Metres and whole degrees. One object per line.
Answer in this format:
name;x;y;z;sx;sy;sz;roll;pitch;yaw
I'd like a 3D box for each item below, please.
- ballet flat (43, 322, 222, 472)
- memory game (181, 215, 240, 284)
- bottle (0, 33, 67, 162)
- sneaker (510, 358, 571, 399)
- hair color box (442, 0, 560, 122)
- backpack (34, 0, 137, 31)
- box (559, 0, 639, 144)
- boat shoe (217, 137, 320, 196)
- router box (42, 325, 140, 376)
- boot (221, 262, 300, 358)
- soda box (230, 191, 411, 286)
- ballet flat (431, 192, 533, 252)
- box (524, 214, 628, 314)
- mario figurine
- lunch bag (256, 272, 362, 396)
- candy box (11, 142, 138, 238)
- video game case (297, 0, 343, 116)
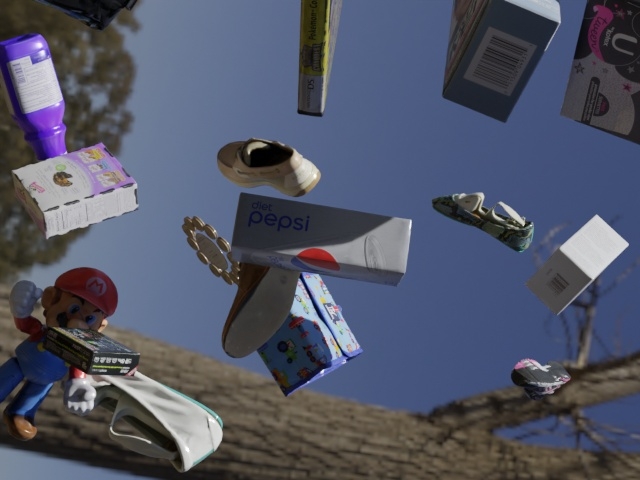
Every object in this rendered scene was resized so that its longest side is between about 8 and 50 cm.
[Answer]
ballet flat;-0.367;0.284;2.107;0.139;0.400;0.139;-58;170;-16
memory game;-0.225;0.022;2.459;0.012;0.186;0.186;-42;-175;-23
bottle;-0.615;-0.299;2.534;0.092;0.118;0.283;17;-54;52
sneaker;0.441;0.294;2.389;0.077;0.178;0.072;-56;-130;21
hair color box;0.286;-0.367;1.855;0.374;0.113;0.185;-75;-171;-54
backpack;-0.445;-0.522;1.895;0.290;0.273;0.355;-52;164;21
box;0.483;-0.295;1.806;0.142;0.163;0.247;-50;155;-40
boat shoe;-0.125;-0.168;2.410;0.109;0.098;0.302;-51;-142;-15
router box;-0.347;0.168;1.774;0.122;0.092;0.038;21;-84;40
boot;-0.112;0.073;2.196;0.115;0.112;0.305;22;-97;44
soda box;0.000;0.000;1.921;0.091;0.286;0.098;106;-6;-73
ballet flat;0.289;-0.049;2.054;0.070;0.188;0.070;-62;171;-16
box;0.510;0.048;2.333;0.170;0.091;0.130;-34;164;-45
mario figurine;-0.457;0.188;1.984;0.170;0.198;0.320;37;-87;27
lunch bag;-0.026;0.189;2.598;0.138;0.293;0.221;-36;-99;25
candy box;-0.483;-0.100;2.307;0.165;0.196;0.070;46;-35;41
video game case;0.009;-0.328;1.377;0.248;0.035;0.275;93;5;-57
